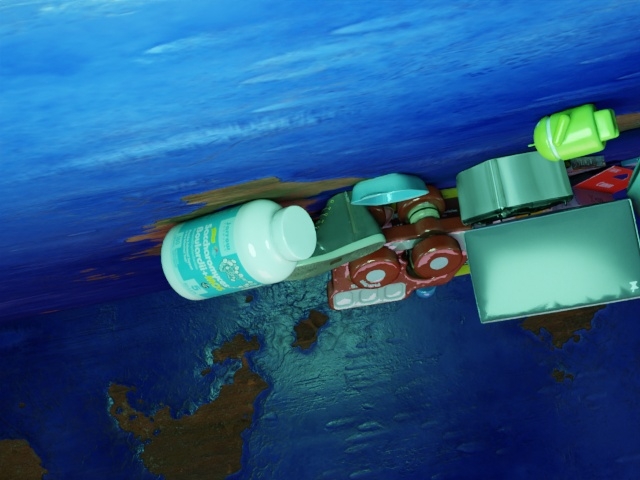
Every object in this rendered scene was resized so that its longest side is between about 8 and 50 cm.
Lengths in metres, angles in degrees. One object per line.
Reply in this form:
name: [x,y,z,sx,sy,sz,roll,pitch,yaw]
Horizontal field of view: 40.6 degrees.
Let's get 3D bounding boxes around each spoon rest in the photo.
spoon rest: [0.637,-0.118,2.318,0.137,0.084,0.276,-8,175,-45]

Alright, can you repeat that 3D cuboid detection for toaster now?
toaster: [0.365,-0.098,1.630,0.168,0.110,0.186,-12,177,-17]

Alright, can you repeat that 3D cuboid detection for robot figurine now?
robot figurine: [0.347,-0.148,1.191,0.115,0.067,0.101,-14,-176,31]

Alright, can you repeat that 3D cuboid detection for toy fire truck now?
toy fire truck: [0.159,0.039,1.766,0.302,0.169,0.254,-9,143,-5]

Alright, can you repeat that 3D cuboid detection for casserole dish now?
casserole dish: [0.123,-0.092,1.554,0.114,0.037,0.188,-14,176,25]

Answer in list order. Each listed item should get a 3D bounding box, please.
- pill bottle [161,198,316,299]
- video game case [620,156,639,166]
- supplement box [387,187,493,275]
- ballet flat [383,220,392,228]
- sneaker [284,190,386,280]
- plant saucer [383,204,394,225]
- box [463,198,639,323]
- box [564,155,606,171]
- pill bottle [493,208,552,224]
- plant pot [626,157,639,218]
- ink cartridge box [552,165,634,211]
pill bottle: [-0.138,0.013,1.495,0.264,0.146,0.146,-15,175,35]
video game case: [0.836,-0.207,2.117,0.166,0.015,0.119,-14,175,38]
supplement box: [0.281,-0.013,1.963,0.191,0.194,0.129,-9,176,-29]
ballet flat: [0.188,0.014,2.540,0.139,0.139,0.400,-11,176,-9]
sneaker: [-0.002,-0.008,1.593,0.222,0.118,0.083,-18,161,-16]
plant saucer: [0.067,-0.031,1.899,0.199,0.036,0.198,-26,162,-9]
box: [0.449,0.035,1.627,0.296,0.182,0.294,-12,177,18]
box: [0.539,-0.158,1.866,0.137,0.027,0.094,-8,176,-42]
pill bottle: [0.451,-0.080,2.072,0.215,0.117,0.117,-8,175,-40]
plant pot: [0.674,-0.106,1.564,0.195,0.290,0.290,24,-177,11]
ink cartridge box: [0.705,-0.104,2.221,0.239,0.060,0.275,-28,162,35]
